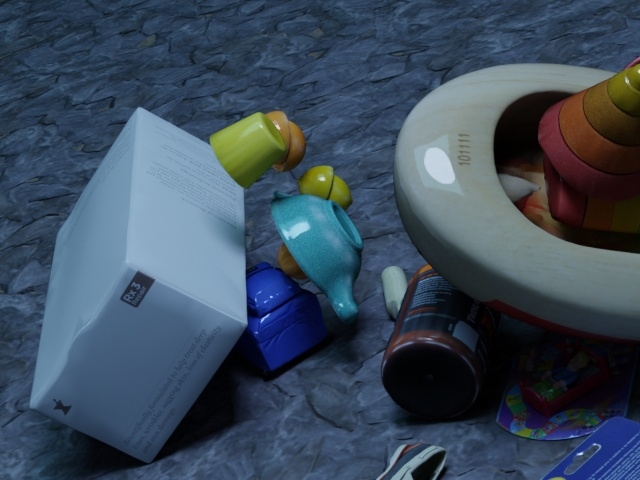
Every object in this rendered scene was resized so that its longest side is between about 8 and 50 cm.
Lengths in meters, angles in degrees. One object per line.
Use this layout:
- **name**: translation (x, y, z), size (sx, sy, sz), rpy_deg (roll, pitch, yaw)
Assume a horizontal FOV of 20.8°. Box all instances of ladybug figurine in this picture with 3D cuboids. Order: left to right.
- **ladybug figurine**: translation (0.277, -0.022, 1.729), size (0.449, 0.162, 0.305), rpy_deg (10, 54, -12)

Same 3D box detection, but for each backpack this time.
- **backpack**: translation (-0.062, 0.076, 1.957), size (0.098, 0.101, 0.120), rpy_deg (-26, 25, -25)

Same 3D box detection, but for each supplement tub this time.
- **supplement tub**: translation (0.131, 0.088, 1.808), size (0.106, 0.106, 0.198), rpy_deg (-8, 31, 21)

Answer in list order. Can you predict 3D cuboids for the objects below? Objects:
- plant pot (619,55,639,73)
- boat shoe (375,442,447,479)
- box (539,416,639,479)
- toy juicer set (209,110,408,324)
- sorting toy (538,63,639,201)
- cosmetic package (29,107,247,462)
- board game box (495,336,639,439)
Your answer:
- **plant pot**: translation (0.404, -0.114, 1.915), size (0.191, 0.191, 0.174), rpy_deg (-14, 20, 11)
- **boat shoe**: translation (0.080, 0.238, 1.643), size (0.043, 0.049, 0.137), rpy_deg (-2, 28, 26)
- **box**: translation (0.304, 0.230, 1.523), size (0.136, 0.036, 0.225), rpy_deg (-36, 34, -28)
- **toy juicer set**: translation (0.000, 0.000, 1.931), size (0.089, 0.329, 0.209), rpy_deg (-35, 5, 13)
- **sorting toy**: translation (0.387, -0.145, 1.670), size (0.365, 0.126, 0.127), rpy_deg (-14, 62, -25)
- **cosmetic package**: translation (-0.198, 0.040, 1.954), size (0.217, 0.156, 0.385), rpy_deg (-54, 21, 24)
- **board game box**: translation (0.243, 0.133, 1.736), size (0.133, 0.033, 0.169), rpy_deg (-6, 31, 22)
